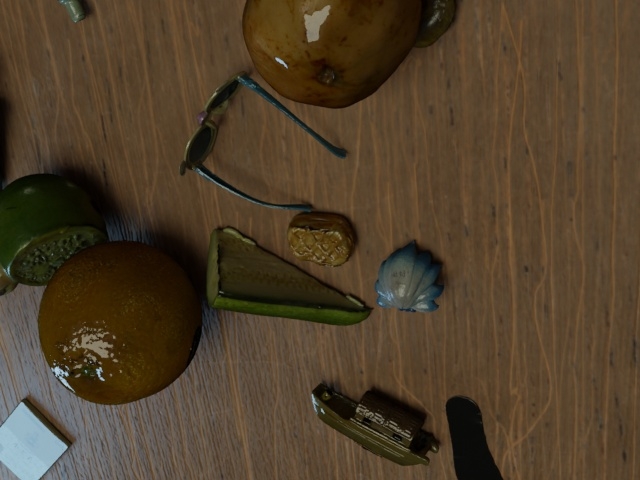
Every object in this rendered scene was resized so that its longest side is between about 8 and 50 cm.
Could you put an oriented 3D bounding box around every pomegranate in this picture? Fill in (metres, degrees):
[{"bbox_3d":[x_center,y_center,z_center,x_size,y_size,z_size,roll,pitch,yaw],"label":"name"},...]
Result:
[{"bbox_3d":[0.015,-0.289,1.300,0.248,0.248,0.248,12,120,21],"label":"pomegranate"},{"bbox_3d":[-0.481,-0.013,1.726,0.159,0.190,0.241,57,132,24],"label":"pomegranate"}]

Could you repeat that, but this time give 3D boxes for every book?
[{"bbox_3d":[-0.612,0.426,2.115,0.138,0.016,0.198,44,126,0],"label":"book"}]

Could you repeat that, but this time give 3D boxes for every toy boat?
[{"bbox_3d":[0.089,0.295,1.665,0.226,0.068,0.088,27,119,15],"label":"toy boat"}]

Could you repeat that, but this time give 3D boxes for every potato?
[{"bbox_3d":[0.147,-0.289,1.341,0.092,0.045,0.046,-51,51,34],"label":"potato"}]

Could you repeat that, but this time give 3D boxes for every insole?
[{"bbox_3d":[0.249,0.351,1.648,0.080,0.003,0.232,-7,111,29],"label":"insole"}]

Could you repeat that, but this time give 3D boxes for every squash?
[{"bbox_3d":[-0.055,0.074,1.649,0.252,0.169,0.093,8,128,-16],"label":"squash"}]

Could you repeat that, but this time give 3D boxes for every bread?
[{"bbox_3d":[0.000,0.000,1.566,0.111,0.044,0.083,7,119,21],"label":"bread"}]

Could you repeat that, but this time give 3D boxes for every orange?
[{"bbox_3d":[-0.328,0.134,1.661,0.274,0.274,0.274,12,120,21],"label":"orange"}]

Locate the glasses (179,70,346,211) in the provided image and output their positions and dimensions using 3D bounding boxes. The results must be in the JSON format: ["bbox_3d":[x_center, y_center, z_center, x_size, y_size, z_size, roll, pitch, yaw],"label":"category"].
[{"bbox_3d":[-0.085,-0.145,1.540,0.221,0.088,0.189,24,125,-10],"label":"glasses"}]

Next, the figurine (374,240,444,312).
[{"bbox_3d":[0.132,0.053,1.518,0.114,0.079,0.114,-9,74,33],"label":"figurine"}]

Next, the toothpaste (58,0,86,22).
[{"bbox_3d":[-0.415,-0.438,1.555,0.062,0.037,0.216,-17,102,34],"label":"toothpaste"}]

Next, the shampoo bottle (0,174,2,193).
[{"bbox_3d":[-0.604,-0.187,1.739,0.104,0.061,0.258,18,132,9],"label":"shampoo bottle"}]
